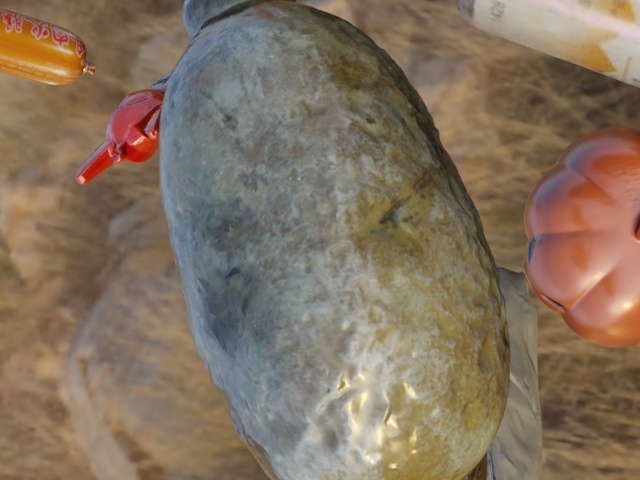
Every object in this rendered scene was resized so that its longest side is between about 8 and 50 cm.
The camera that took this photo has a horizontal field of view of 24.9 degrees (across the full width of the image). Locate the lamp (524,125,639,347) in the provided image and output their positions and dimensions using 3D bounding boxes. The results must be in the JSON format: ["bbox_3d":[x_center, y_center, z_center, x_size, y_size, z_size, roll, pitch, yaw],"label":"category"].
[{"bbox_3d":[0.255,-0.003,1.167,0.164,0.188,0.187,61,-142,-83],"label":"lamp"}]

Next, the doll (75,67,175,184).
[{"bbox_3d":[-0.170,-0.123,1.408,0.109,0.057,0.169,-28,27,31],"label":"doll"}]

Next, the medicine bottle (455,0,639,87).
[{"bbox_3d":[0.158,-0.213,0.993,0.165,0.273,0.165,21,-90,-78],"label":"medicine bottle"}]

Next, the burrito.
[{"bbox_3d":[0.157,0.187,1.374,0.101,0.139,0.445,-20,41,24],"label":"burrito"}]

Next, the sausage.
[{"bbox_3d":[-0.153,-0.096,0.688,0.031,0.107,0.031,-18,66,49],"label":"sausage"}]

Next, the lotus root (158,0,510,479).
[{"bbox_3d":[-0.001,0.000,0.800,0.175,0.175,0.349,-34,74,56],"label":"lotus root"}]
